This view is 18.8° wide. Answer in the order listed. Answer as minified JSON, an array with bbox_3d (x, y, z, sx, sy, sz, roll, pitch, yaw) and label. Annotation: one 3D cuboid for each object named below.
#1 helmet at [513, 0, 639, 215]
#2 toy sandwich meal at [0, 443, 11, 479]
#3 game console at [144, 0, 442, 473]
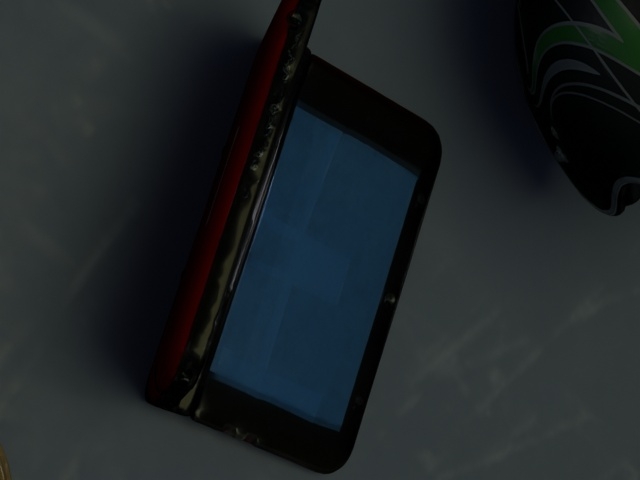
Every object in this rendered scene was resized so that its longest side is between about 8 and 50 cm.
[{"bbox_3d":[0.156,-0.086,0.723,0.169,0.161,0.169,1,85,-16],"label":"helmet"},{"bbox_3d":[-0.137,0.081,0.615,0.085,0.029,0.085,-3,96,-36],"label":"toy sandwich meal"},{"bbox_3d":[0.000,0.000,0.680,0.085,0.124,0.144,18,77,-6],"label":"game console"}]
